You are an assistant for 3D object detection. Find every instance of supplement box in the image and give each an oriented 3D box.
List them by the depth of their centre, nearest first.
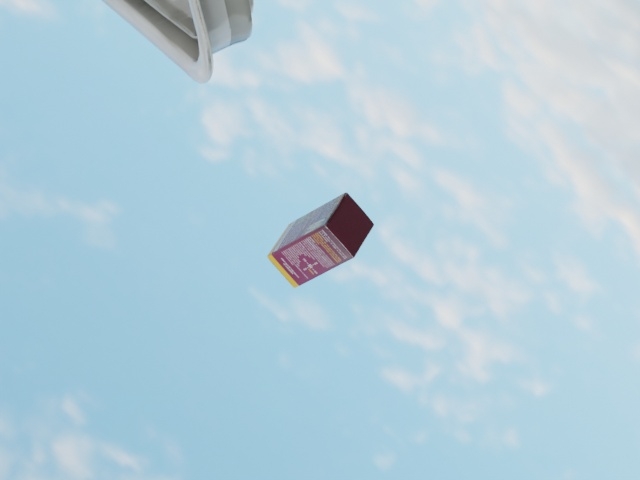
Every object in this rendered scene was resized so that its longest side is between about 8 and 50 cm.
[{"bbox_3d":[0.000,0.000,1.508,0.043,0.083,0.055,49,-136,-14],"label":"supplement box"}]

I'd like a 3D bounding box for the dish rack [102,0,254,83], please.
[{"bbox_3d":[-0.138,-0.281,1.108,0.072,0.286,0.333,-24,-146,-17],"label":"dish rack"}]
